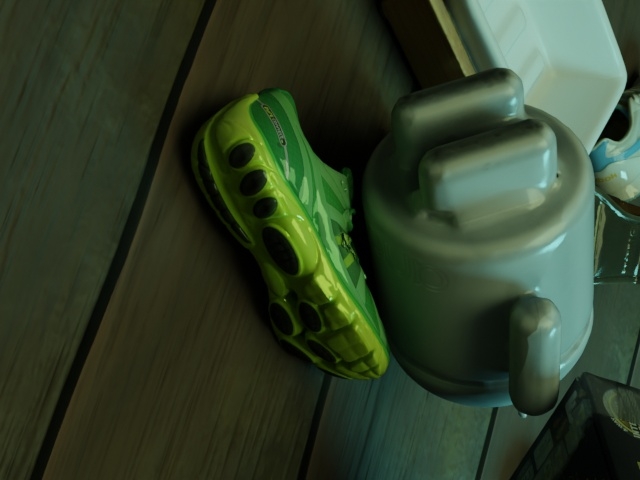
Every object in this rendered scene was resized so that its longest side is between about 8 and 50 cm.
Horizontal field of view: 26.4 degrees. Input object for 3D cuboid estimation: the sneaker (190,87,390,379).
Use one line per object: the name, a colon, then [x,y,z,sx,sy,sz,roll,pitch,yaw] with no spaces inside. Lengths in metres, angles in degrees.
sneaker: [0.000,0.000,1.167,0.123,0.109,0.296,-49,128,-36]

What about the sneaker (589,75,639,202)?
sneaker: [0.381,-0.147,1.644,0.229,0.087,0.092,-55,128,-36]

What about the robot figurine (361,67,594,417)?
robot figurine: [0.146,0.014,1.238,0.353,0.199,0.300,78,-4,-46]

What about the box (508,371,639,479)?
box: [0.193,0.358,1.140,0.097,0.395,0.318,19,31,-13]

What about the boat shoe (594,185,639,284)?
boat shoe: [0.298,-0.004,1.538,0.307,0.104,0.111,17,92,-30]

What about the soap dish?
soap dish: [0.190,-0.201,1.384,0.229,0.118,0.291,-55,131,-33]
